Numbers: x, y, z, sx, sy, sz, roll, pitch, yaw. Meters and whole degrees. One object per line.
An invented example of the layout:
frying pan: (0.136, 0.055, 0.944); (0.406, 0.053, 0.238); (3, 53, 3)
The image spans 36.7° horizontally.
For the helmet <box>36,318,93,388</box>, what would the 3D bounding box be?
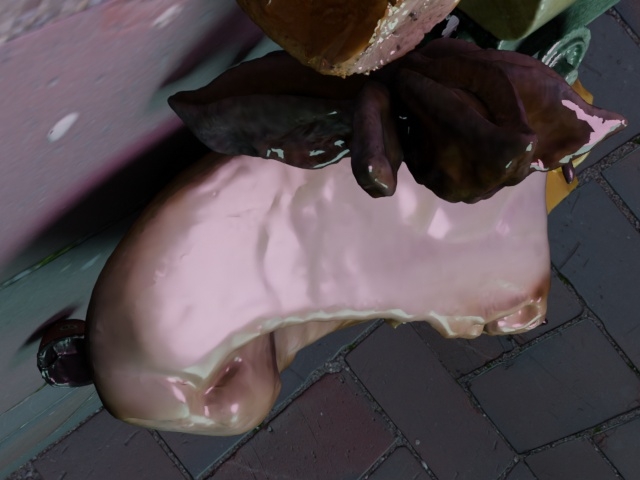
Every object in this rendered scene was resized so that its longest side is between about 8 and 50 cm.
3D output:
helmet: (-0.233, 0.096, 0.906); (0.065, 0.049, 0.084); (-3, 137, -16)

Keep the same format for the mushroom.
mushroom: (-0.040, 0.003, 0.738); (0.397, 0.224, 0.314); (-15, -169, -40)

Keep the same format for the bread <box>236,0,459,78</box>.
bread: (0.013, -0.112, 0.418); (0.077, 0.070, 0.083); (-41, 174, 36)

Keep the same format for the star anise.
star anise: (0.047, -0.069, 0.505); (0.212, 0.073, 0.197); (20, -151, 41)

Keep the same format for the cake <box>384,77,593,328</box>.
cake: (0.139, -0.082, 1.061); (0.227, 0.222, 0.286); (-39, 179, -41)

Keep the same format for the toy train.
toy train: (0.170, -0.213, 0.633); (0.307, 0.126, 0.189); (-36, 146, -24)
